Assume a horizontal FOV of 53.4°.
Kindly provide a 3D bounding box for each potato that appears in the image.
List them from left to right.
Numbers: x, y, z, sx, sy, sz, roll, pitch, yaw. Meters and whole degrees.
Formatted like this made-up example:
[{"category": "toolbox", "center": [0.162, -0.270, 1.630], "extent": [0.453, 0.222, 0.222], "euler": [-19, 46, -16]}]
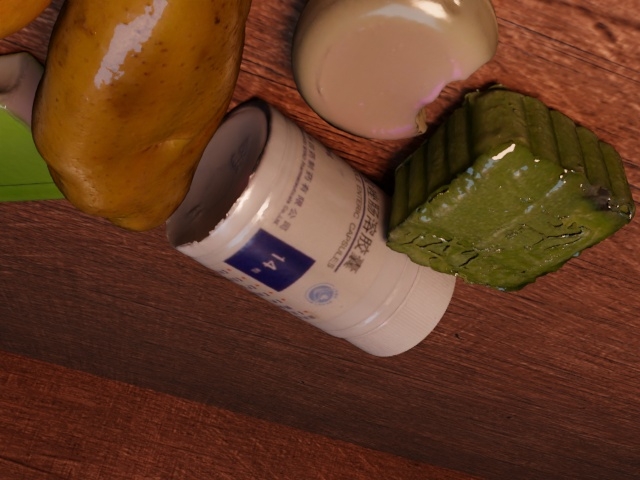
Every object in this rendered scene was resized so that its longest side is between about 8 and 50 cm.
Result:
[{"category": "potato", "center": [-0.153, -0.149, 0.550], "extent": [0.195, 0.177, 0.369], "euler": [-16, 159, -31]}]

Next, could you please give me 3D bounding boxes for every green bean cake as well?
[{"category": "green bean cake", "center": [0.193, -0.043, 0.676], "extent": [0.200, 0.113, 0.214], "euler": [21, 142, -21]}]

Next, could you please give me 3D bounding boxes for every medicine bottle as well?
[{"category": "medicine bottle", "center": [0.000, 0.000, 0.772], "extent": [0.332, 0.190, 0.189], "euler": [33, 146, -33]}]

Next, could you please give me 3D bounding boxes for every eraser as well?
[{"category": "eraser", "center": [-0.425, -0.130, 0.821], "extent": [0.274, 0.092, 0.210], "euler": [-2, 150, 23]}]

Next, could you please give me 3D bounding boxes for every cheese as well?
[{"category": "cheese", "center": [0.085, -0.184, 0.514], "extent": [0.163, 0.082, 0.286], "euler": [24, 149, -21]}]

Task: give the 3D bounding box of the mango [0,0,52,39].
[{"category": "mango", "center": [-0.324, -0.258, 0.408], "extent": [0.377, 0.221, 0.264], "euler": [22, 165, 14]}]
